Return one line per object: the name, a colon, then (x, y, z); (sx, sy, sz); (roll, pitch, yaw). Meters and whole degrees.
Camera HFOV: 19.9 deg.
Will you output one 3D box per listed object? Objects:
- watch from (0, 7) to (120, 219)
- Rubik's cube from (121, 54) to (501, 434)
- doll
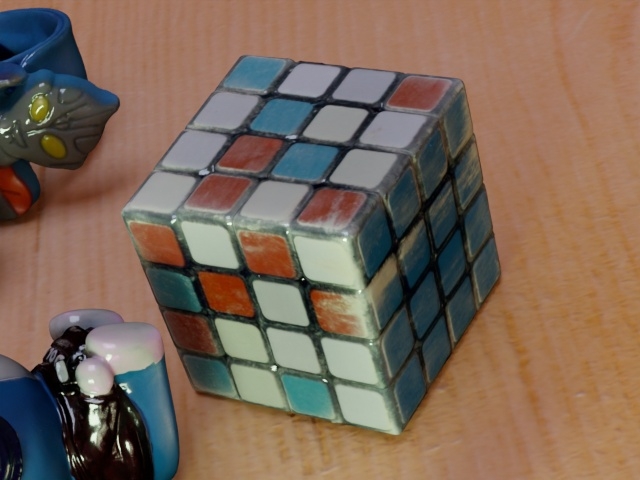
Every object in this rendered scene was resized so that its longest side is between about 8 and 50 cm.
watch: (-0.368, -0.181, 2.166); (0.305, 0.241, 0.274); (-6, 26, 12)
Rubik's cube: (0.000, -0.001, 1.766); (0.253, 0.256, 0.259); (10, 45, 30)
doll: (-0.293, 0.194, 1.665); (0.310, 0.240, 0.284); (-15, -5, -20)
